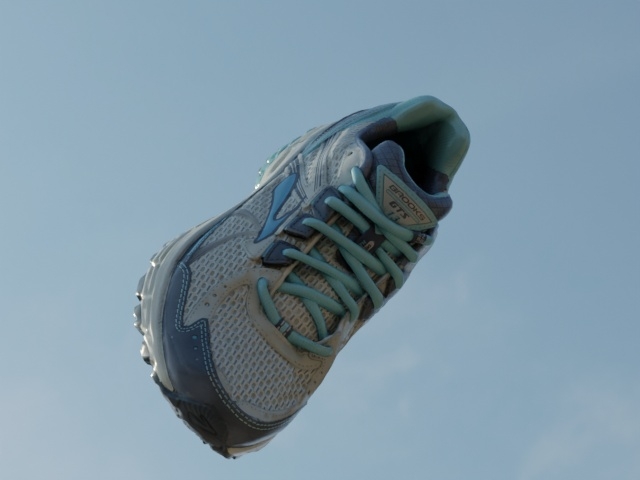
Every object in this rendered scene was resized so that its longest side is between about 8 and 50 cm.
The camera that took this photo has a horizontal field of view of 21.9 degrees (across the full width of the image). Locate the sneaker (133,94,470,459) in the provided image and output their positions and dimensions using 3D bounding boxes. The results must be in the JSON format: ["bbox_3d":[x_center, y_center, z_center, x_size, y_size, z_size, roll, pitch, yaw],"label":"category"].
[{"bbox_3d":[0.000,0.000,0.894,0.122,0.283,0.110,-29,-71,36],"label":"sneaker"}]
